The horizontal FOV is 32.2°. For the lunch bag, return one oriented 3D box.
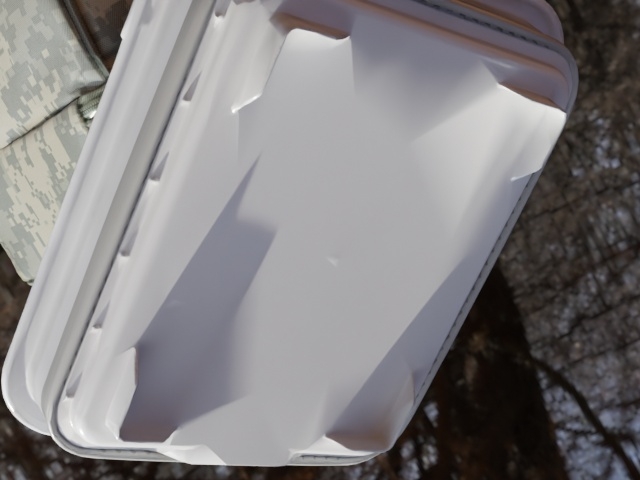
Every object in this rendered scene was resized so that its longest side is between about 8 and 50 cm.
[{"bbox_3d":[-0.144,-0.135,0.746,0.212,0.256,0.305,-40,-165,-32],"label":"lunch bag"}]

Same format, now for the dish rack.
[{"bbox_3d":[0.000,0.000,0.626,0.072,0.285,0.333,47,-61,47],"label":"dish rack"}]
